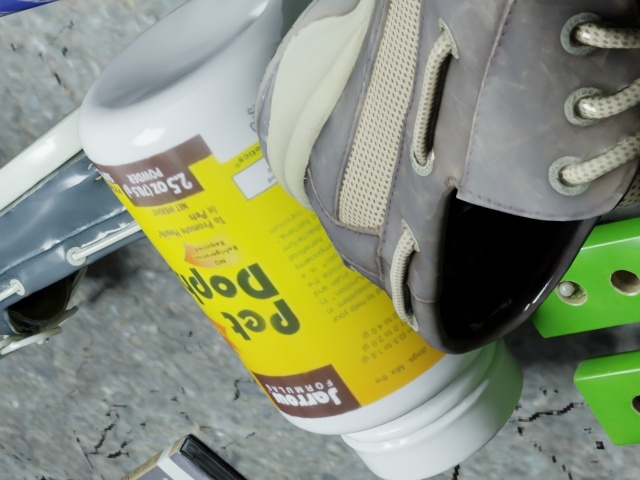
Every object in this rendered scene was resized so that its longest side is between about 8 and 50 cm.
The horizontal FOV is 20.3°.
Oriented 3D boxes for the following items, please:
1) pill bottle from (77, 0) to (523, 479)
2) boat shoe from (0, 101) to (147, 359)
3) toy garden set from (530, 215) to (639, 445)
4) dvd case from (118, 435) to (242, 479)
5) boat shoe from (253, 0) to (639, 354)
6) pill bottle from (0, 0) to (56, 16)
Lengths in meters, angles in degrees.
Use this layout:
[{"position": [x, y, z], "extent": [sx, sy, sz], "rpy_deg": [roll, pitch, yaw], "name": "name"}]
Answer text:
[{"position": [0.000, 0.000, 0.763], "extent": [0.117, 0.117, 0.215], "rpy_deg": [-15, 121, 38], "name": "pill bottle"}, {"position": [-0.147, 0.011, 0.877], "extent": [0.254, 0.095, 0.079], "rpy_deg": [-36, 96, 35], "name": "boat shoe"}, {"position": [0.153, -0.032, 0.705], "extent": [0.204, 0.049, 0.244], "rpy_deg": [-14, 121, 39], "name": "toy garden set"}, {"position": [-0.078, 0.210, 1.077], "extent": [0.164, 0.018, 0.221], "rpy_deg": [41, 136, -12], "name": "dvd case"}, {"position": [0.080, -0.074, 0.528], "extent": [0.130, 0.132, 0.355], "rpy_deg": [59, 159, 17], "name": "boat shoe"}, {"position": [-0.073, -0.168, 0.621], "extent": [0.265, 0.153, 0.153], "rpy_deg": [-10, 124, 34], "name": "pill bottle"}]
